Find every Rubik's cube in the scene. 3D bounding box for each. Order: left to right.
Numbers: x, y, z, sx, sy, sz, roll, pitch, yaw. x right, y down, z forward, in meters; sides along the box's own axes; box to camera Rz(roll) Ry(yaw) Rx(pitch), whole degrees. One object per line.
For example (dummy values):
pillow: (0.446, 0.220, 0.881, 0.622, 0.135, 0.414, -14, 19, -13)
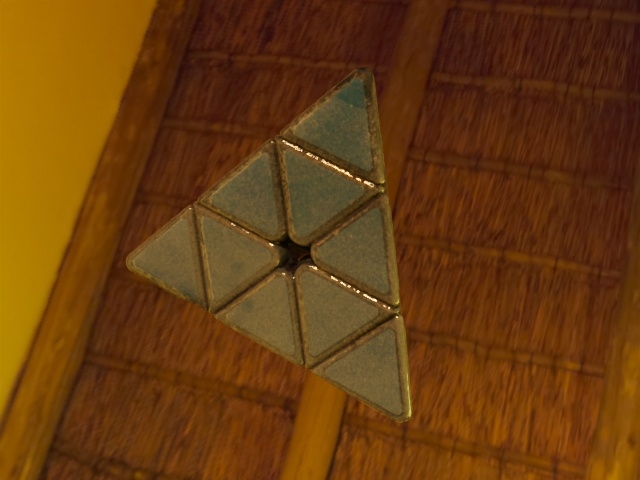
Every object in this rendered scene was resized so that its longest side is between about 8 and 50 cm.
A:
Rubik's cube: (-0.002, -0.001, 0.906, 0.228, 0.229, 0.233, 39, -15, -28)
